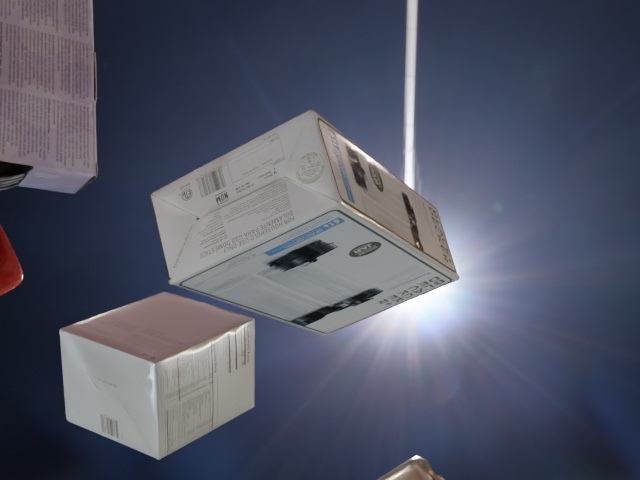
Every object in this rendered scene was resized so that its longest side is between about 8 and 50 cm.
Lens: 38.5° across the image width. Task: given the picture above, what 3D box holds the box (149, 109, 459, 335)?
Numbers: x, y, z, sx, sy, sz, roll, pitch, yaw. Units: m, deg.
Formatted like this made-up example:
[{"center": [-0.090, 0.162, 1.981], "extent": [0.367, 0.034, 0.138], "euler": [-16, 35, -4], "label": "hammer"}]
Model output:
[{"center": [0.000, 0.000, 0.849], "extent": [0.169, 0.087, 0.290], "euler": [-25, 157, 18], "label": "box"}]

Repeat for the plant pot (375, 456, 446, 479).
[{"center": [0.049, 0.398, 0.931], "extent": [0.305, 0.334, 0.334], "euler": [-39, -149, 3], "label": "plant pot"}]

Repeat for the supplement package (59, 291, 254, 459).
[{"center": [-0.232, 0.187, 1.331], "extent": [0.194, 0.149, 0.203], "euler": [13, -160, 35], "label": "supplement package"}]

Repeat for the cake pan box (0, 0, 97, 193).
[{"center": [-0.367, -0.187, 0.989], "extent": [0.246, 0.267, 0.070], "euler": [5, 160, -34], "label": "cake pan box"}]

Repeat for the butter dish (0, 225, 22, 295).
[{"center": [-0.309, -0.027, 0.680], "extent": [0.160, 0.160, 0.118], "euler": [-22, 169, -42], "label": "butter dish"}]
